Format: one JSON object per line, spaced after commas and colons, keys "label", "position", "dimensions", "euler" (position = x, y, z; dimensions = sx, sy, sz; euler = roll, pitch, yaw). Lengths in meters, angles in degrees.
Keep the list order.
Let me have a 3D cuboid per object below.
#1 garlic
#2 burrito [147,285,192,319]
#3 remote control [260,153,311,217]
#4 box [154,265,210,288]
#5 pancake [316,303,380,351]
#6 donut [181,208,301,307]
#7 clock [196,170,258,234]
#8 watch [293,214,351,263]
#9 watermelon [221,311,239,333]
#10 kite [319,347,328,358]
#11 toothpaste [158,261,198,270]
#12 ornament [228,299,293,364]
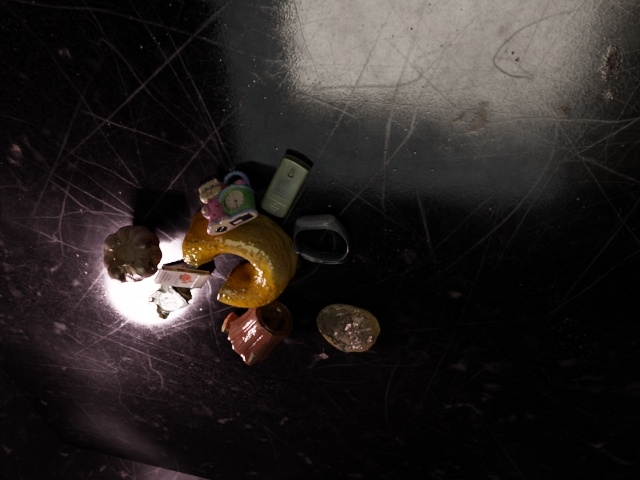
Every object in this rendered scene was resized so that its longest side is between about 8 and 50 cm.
{"label": "garlic", "position": [-0.734, 0.057, 1.835], "dimensions": [0.245, 0.160, 0.244], "euler": [0, 86, 4]}
{"label": "burrito", "position": [-0.660, 0.251, 2.033], "dimensions": [0.229, 0.089, 0.143], "euler": [-31, 99, 34]}
{"label": "remote control", "position": [-0.120, -0.177, 1.541], "dimensions": [0.098, 0.038, 0.233], "euler": [28, 130, -6]}
{"label": "box", "position": [-0.562, 0.151, 1.892], "dimensions": [0.198, 0.029, 0.109], "euler": [11, 139, -33]}
{"label": "pancake", "position": [0.108, 0.356, 1.891], "dimensions": [0.283, 0.049, 0.282], "euler": [9, 131, 10]}
{"label": "donut", "position": [-0.288, 0.068, 1.712], "dimensions": [0.378, 0.163, 0.435], "euler": [-18, 120, 28]}
{"label": "clock", "position": [-0.314, -0.138, 1.555], "dimensions": [0.194, 0.195, 0.100], "euler": [-25, 160, 9]}
{"label": "watch", "position": [0.000, 0.000, 1.628], "dimensions": [0.207, 0.068, 0.192], "euler": [-5, 125, 19]}
{"label": "watermelon", "position": [-0.390, 0.356, 2.034], "dimensions": [0.135, 0.125, 0.094], "euler": [16, 110, 51]}
{"label": "kite", "position": [0.009, 0.505, 2.075], "dimensions": [0.044, 0.002, 0.078], "euler": [-10, 125, 25]}
{"label": "toothpaste", "position": [-0.592, 0.116, 1.935], "dimensions": [0.205, 0.036, 0.056], "euler": [-14, 129, 31]}
{"label": "ornament", "position": [-0.235, 0.367, 1.923], "dimensions": [0.221, 0.235, 0.217], "euler": [19, 133, -31]}
